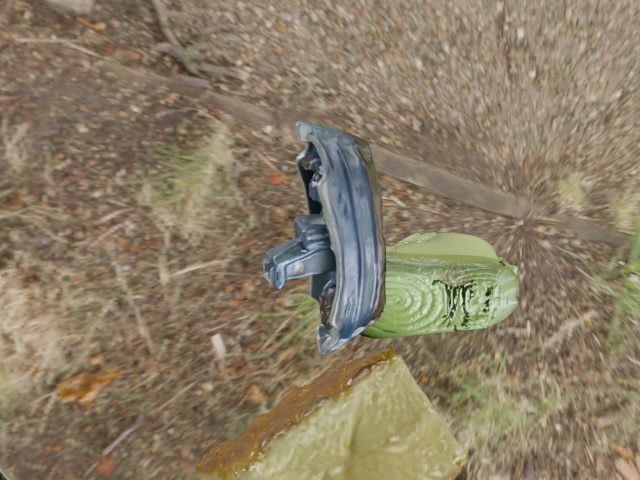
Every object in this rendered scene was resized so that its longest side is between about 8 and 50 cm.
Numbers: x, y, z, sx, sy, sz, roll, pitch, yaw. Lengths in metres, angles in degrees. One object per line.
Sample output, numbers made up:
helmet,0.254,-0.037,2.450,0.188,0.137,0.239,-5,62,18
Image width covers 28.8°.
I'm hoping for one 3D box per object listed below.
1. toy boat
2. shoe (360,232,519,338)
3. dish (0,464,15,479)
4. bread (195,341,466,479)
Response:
toy boat,0.000,0.000,1.518,0.142,0.129,0.309,-12,115,-15
shoe,0.134,0.064,1.671,0.262,0.128,0.140,-1,108,5
dish,-0.284,0.203,0.901,0.191,0.066,0.190,1,108,2
bread,0.011,0.306,1.687,0.279,0.279,0.207,-33,92,-21
